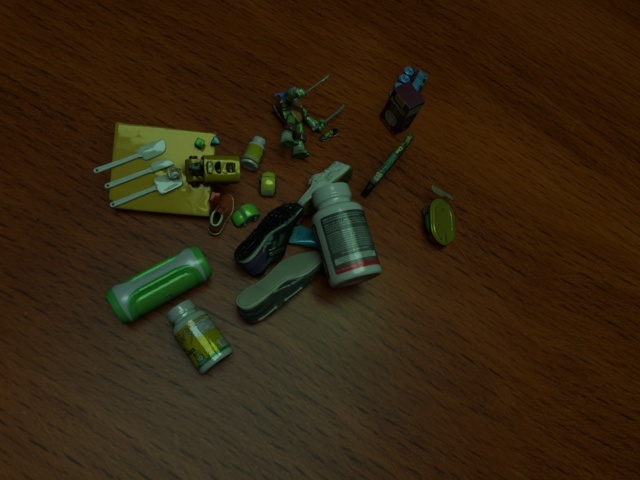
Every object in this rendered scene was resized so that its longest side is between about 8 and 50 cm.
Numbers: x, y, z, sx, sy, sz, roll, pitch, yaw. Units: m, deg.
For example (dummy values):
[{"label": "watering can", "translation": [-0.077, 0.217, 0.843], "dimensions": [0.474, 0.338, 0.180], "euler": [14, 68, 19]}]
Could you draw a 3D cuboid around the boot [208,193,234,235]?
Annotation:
[{"label": "boot", "translation": [-0.331, -0.098, 1.619], "dimensions": [0.059, 0.084, 0.157], "euler": [17, 66, -3]}]

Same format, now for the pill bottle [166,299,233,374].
[{"label": "pill bottle", "translation": [-0.368, 0.285, 1.448], "dimensions": [0.118, 0.117, 0.208], "euler": [-35, 80, -21]}]

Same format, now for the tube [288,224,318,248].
[{"label": "tube", "translation": [0.000, 0.000, 1.671], "dimensions": [0.207, 0.052, 0.080], "euler": [15, 53, -1]}]

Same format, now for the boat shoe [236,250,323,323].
[{"label": "boat shoe", "translation": [-0.125, 0.149, 1.576], "dimensions": [0.335, 0.095, 0.112], "euler": [-32, 43, -24]}]

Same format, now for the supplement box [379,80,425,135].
[{"label": "supplement box", "translation": [0.308, -0.501, 1.846], "dimensions": [0.081, 0.188, 0.104], "euler": [-30, 78, -20]}]

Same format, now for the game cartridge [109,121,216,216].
[{"label": "game cartridge", "translation": [-0.520, -0.232, 1.603], "dimensions": [0.324, 0.053, 0.285], "euler": [5, 89, -9]}]

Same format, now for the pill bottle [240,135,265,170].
[{"label": "pill bottle", "translation": [-0.238, -0.313, 1.729], "dimensions": [0.065, 0.065, 0.116], "euler": [19, 68, -4]}]

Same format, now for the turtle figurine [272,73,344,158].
[{"label": "turtle figurine", "translation": [-0.046, -0.449, 1.750], "dimensions": [0.275, 0.198, 0.266], "euler": [7, 74, -3]}]

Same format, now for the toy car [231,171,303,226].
[{"label": "toy car", "translation": [-0.201, -0.119, 1.665], "dimensions": [0.225, 0.053, 0.239], "euler": [-29, 75, -19]}]

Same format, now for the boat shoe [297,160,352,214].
[{"label": "boat shoe", "translation": [0.000, -0.192, 1.721], "dimensions": [0.096, 0.098, 0.277], "euler": [33, 54, 21]}]

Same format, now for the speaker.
[{"label": "speaker", "translation": [-0.489, 0.132, 1.475], "dimensions": [0.297, 0.131, 0.131], "euler": [-30, 78, -20]}]

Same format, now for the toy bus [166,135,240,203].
[{"label": "toy bus", "translation": [-0.355, -0.229, 1.551], "dimensions": [0.191, 0.104, 0.202], "euler": [43, 77, -16]}]

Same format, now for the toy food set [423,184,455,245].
[{"label": "toy food set", "translation": [0.429, -0.079, 1.784], "dimensions": [0.128, 0.071, 0.217], "euler": [17, 67, -31]}]

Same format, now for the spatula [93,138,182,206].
[{"label": "spatula", "translation": [-0.588, -0.209, 1.556], "dimensions": [0.242, 0.019, 0.168], "euler": [-23, 95, -8]}]

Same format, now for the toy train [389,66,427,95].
[{"label": "toy train", "translation": [0.358, -0.625, 1.965], "dimensions": [0.105, 0.080, 0.184], "euler": [31, 66, -6]}]

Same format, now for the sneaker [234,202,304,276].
[{"label": "sneaker", "translation": [-0.153, -0.003, 1.606], "dimensions": [0.283, 0.124, 0.107], "euler": [-45, 40, -13]}]

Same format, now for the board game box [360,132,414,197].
[{"label": "board game box", "translation": [0.247, -0.275, 1.777], "dimensions": [0.030, 0.136, 0.259], "euler": [38, 68, 5]}]

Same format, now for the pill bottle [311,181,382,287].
[{"label": "pill bottle", "translation": [0.072, -0.019, 1.565], "dimensions": [0.177, 0.176, 0.318], "euler": [-12, 76, -16]}]

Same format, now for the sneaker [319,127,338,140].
[{"label": "sneaker", "translation": [0.033, -0.407, 1.836], "dimensions": [0.083, 0.035, 0.031], "euler": [-31, 78, -20]}]
